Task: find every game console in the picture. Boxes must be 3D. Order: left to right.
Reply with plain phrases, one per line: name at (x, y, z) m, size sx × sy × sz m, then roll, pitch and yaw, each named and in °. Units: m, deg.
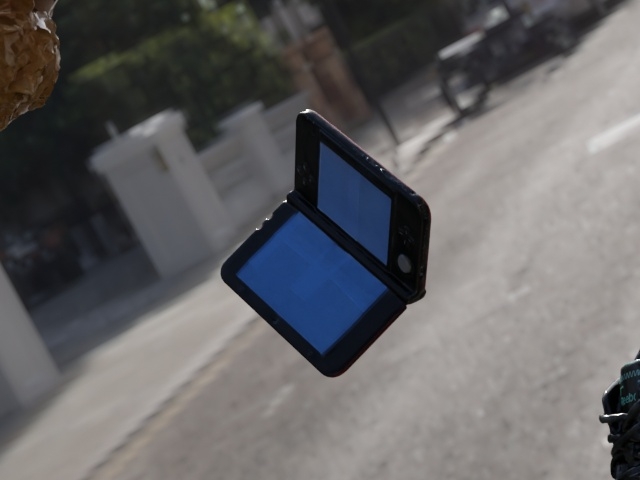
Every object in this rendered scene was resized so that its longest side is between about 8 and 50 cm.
game console at (0.000, 0.000, 1.334) m, size 0.085 × 0.124 × 0.144 m, roll -26°, pitch 48°, yaw -29°

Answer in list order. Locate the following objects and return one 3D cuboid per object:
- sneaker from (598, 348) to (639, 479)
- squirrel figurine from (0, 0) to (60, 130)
sneaker at (0.207, 0.140, 1.165) m, size 0.101 × 0.106 × 0.267 m, roll -29°, pitch 29°, yaw 49°
squirrel figurine at (-0.251, -0.239, 0.838) m, size 0.281 × 0.370 × 0.397 m, roll -2°, pitch 62°, yaw 38°
